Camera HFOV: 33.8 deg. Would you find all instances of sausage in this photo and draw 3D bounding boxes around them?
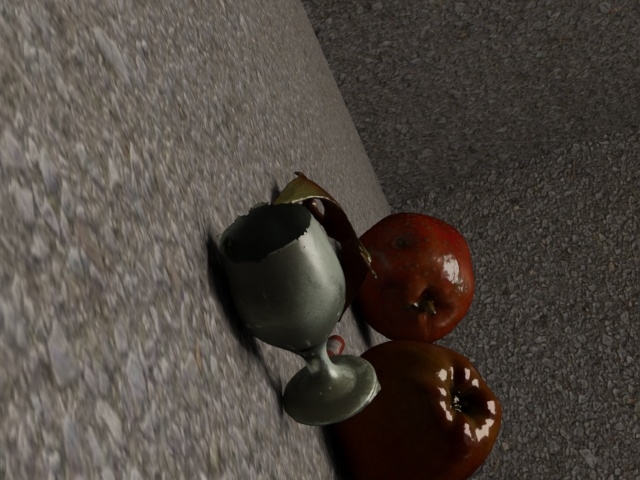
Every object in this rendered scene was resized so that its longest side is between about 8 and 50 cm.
[{"bbox_3d":[0.013,0.168,1.538,0.253,0.034,0.034,-30,101,-82],"label":"sausage"}]

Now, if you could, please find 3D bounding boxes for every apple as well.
[{"bbox_3d":[0.125,0.242,1.446,0.234,0.234,0.234,-18,90,-82],"label":"apple"}]

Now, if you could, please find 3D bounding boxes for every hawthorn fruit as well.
[{"bbox_3d":[0.190,0.083,2.159,0.299,0.275,0.275,-111,180,-62],"label":"hawthorn fruit"}]

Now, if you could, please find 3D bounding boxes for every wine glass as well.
[{"bbox_3d":[-0.023,0.081,1.147,0.126,0.126,0.241,-96,167,-58],"label":"wine glass"}]

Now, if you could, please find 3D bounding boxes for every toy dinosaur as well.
[{"bbox_3d":[0.004,0.002,1.706,0.206,0.113,0.327,47,-8,9],"label":"toy dinosaur"}]
